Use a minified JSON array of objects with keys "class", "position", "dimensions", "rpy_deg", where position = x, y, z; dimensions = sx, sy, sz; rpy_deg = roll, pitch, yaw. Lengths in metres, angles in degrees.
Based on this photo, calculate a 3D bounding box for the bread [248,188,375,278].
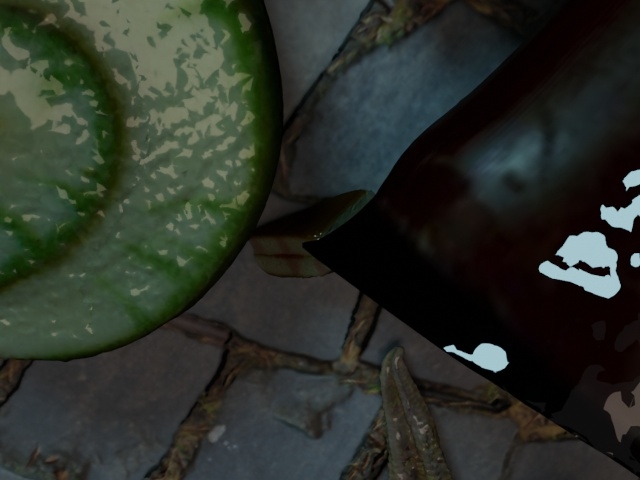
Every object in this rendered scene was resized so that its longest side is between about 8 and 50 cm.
[{"class":"bread","position":[0.000,0.000,0.721],"dimensions":[0.109,0.062,0.043],"rpy_deg":[-23,115,1]}]

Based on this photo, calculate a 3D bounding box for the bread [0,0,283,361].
[{"class":"bread","position":[-0.209,-0.092,0.616],"dimensions":[0.366,0.129,0.381],"rpy_deg":[-8,117,-4]}]

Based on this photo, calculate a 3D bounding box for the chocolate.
[{"class":"chocolate","position":[0.233,-0.032,0.597],"dimensions":[0.384,0.383,0.331],"rpy_deg":[28,94,-18]}]

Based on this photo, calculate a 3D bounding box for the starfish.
[{"class":"starfish","position":[0.080,0.325,0.850],"dimensions":[0.398,0.132,0.384],"rpy_deg":[-37,106,27]}]
